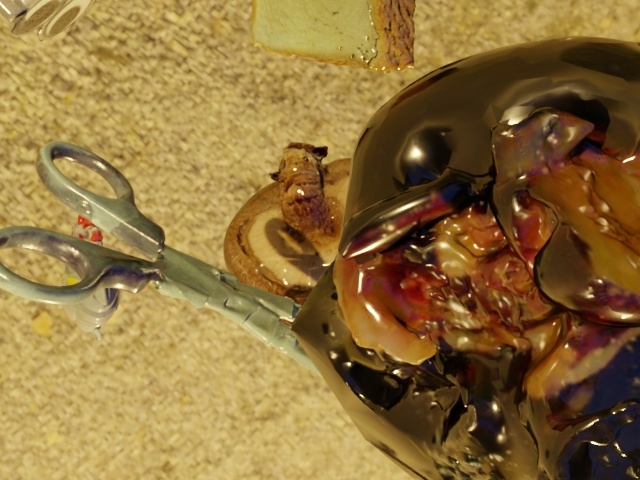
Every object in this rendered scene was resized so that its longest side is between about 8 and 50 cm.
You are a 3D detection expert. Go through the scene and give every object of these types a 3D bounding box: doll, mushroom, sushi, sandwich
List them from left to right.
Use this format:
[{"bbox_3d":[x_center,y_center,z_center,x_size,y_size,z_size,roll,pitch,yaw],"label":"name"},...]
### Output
[{"bbox_3d":[-0.285,0.038,1.401,0.079,0.094,0.180,-7,106,-35],"label":"doll"},{"bbox_3d":[0.001,-0.004,1.681,0.297,0.278,0.163,-15,173,7],"label":"mushroom"},{"bbox_3d":[0.010,-0.328,1.293,0.087,0.226,0.251,-15,114,-41],"label":"sandwich"},{"bbox_3d":[0.122,0.008,0.554,0.215,0.227,0.212,-41,122,-18],"label":"sushi"}]

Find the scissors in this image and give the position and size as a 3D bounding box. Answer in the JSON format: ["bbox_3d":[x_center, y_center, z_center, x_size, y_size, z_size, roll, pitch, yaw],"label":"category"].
[{"bbox_3d":[-0.108,0.038,1.043,0.384,0.256,0.029,25,117,-12],"label":"scissors"}]

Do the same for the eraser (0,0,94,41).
[{"bbox_3d":[-0.352,-0.329,1.095,0.087,0.290,0.171,-42,-178,12],"label":"eraser"}]
